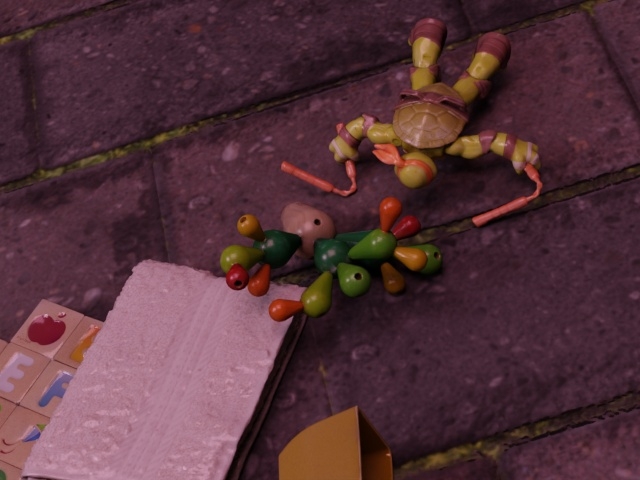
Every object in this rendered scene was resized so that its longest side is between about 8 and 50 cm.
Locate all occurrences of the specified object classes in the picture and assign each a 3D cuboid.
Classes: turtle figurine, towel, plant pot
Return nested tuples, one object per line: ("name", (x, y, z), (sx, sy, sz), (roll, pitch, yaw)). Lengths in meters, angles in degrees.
("turtle figurine", (0.103, -0.129, 1.478), (0.270, 0.087, 0.217), (5, 53, 21))
("towel", (-0.139, 0.136, 1.345), (0.187, 0.049, 0.282), (10, 52, 18))
("plant pot", (0.010, 0.202, 1.241), (0.083, 0.081, 0.081), (-16, 48, 17))

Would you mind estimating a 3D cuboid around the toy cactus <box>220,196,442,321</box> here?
("toy cactus", (0.000, 0.000, 1.384), (0.219, 0.112, 0.180), (-11, 24, -16))

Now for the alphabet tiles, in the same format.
("alphabet tiles", (-0.294, 0.209, 1.372), (0.285, 0.011, 0.342), (17, 58, 29))
